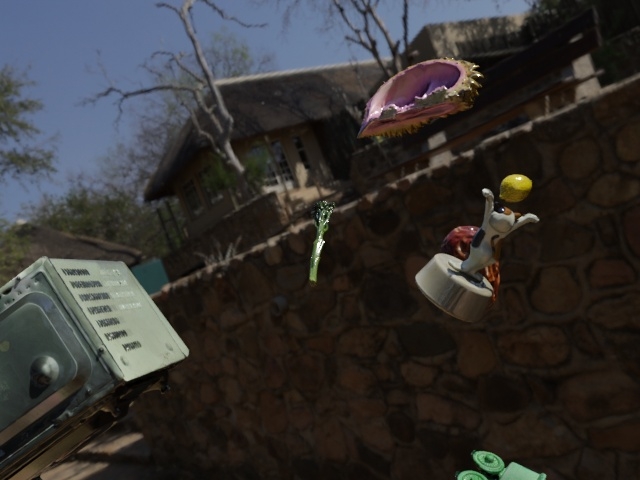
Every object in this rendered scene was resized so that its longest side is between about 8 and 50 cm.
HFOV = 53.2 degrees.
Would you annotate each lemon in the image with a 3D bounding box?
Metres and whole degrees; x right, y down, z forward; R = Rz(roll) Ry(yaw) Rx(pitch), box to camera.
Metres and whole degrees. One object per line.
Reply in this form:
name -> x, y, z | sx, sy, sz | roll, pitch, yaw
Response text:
lemon -> 0.449, -0.120, 1.478 | 0.092, 0.065, 0.065 | -26, 0, -16

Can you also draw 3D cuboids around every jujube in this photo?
jujube -> 0.423, 0.086, 1.826 | 0.174, 0.250, 0.174 | 0, 14, 0

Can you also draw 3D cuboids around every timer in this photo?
timer -> 0.353, 0.028, 1.420 | 0.266, 0.175, 0.175 | -59, -16, 20

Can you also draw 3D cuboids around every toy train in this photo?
toy train -> 0.443, 0.659, 1.630 | 0.202, 0.145, 0.266 | 21, 22, 28

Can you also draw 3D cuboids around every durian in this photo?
durian -> 0.250, -0.336, 1.520 | 0.341, 0.112, 0.191 | -14, 40, 44

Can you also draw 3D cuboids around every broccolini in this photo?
broccolini -> 0.001, 0.000, 1.131 | 0.218, 0.042, 0.044 | -86, 16, -51

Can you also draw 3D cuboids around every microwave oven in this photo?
microwave oven -> -0.455, 0.240, 1.029 | 0.394, 0.247, 0.333 | -36, -5, 3
